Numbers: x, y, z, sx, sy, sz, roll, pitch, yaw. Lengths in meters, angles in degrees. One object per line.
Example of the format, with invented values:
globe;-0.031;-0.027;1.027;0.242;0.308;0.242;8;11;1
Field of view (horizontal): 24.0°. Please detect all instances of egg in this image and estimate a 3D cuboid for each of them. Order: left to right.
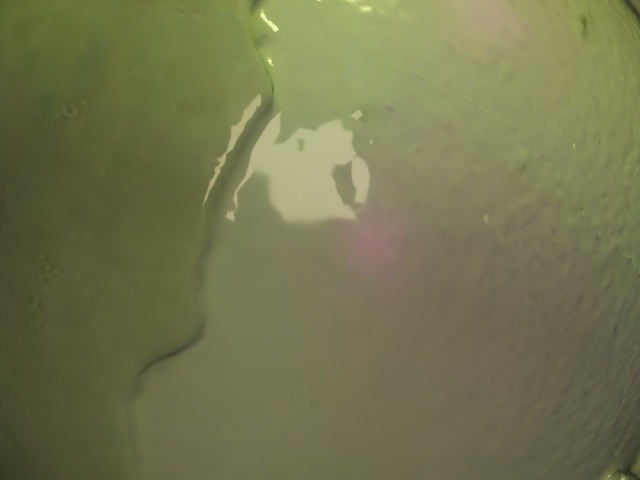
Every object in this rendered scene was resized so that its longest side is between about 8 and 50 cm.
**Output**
egg;0.000;0.000;0.513;0.278;0.336;0.278;0;86;-1
